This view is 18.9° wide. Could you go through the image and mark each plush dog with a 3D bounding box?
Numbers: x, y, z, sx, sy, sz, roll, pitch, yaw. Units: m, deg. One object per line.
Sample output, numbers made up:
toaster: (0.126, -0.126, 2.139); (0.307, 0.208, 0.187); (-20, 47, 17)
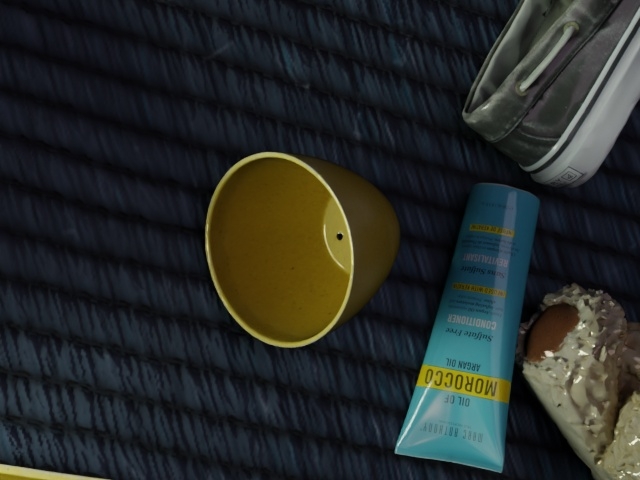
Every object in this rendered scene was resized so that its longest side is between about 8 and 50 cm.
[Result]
plush dog: (0.307, 0.116, 1.413); (0.225, 0.262, 0.210); (-40, 132, -12)

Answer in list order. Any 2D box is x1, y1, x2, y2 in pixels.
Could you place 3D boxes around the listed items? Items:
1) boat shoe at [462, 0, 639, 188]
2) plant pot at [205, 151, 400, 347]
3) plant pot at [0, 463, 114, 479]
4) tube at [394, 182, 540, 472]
boat shoe: (0.214, -0.207, 1.447); (0.119, 0.121, 0.335); (30, 75, -21)
plant pot: (0.000, 0.000, 1.339); (0.095, 0.134, 0.134); (-13, 88, -49)
plant pot: (-0.214, 0.243, 1.149); (0.212, 0.187, 0.212); (8, 79, 6)
tube: (0.115, 0.063, 1.409); (0.080, 0.052, 0.207); (8, 77, 22)
